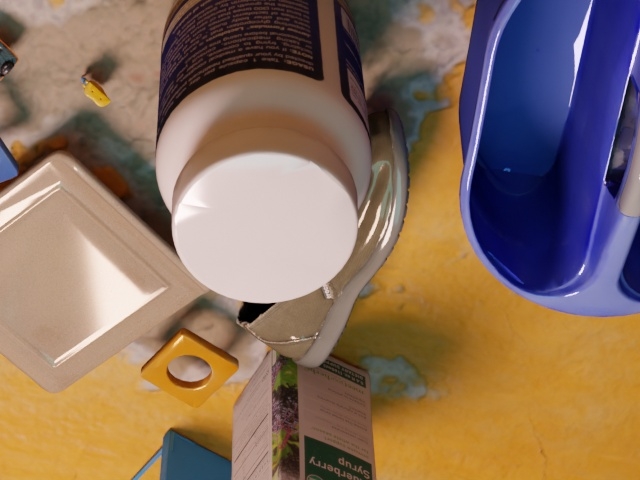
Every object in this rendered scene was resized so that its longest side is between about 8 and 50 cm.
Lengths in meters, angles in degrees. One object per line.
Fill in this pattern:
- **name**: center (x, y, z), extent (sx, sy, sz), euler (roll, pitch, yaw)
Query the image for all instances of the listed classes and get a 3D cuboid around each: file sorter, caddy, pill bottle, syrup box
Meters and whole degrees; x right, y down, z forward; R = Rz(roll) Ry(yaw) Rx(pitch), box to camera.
- **file sorter**: center (-0.096, 0.276, 1.673), extent (0.170, 0.118, 0.104), euler (31, 121, -22)
- **caddy**: center (0.228, -0.101, 1.391), extent (0.241, 0.179, 0.341), euler (4, 125, -5)
- **pill bottle**: center (-0.041, -0.081, 1.337), extent (0.153, 0.265, 0.153), euler (-1, 124, -2)
- **syrup box**: center (-0.014, 0.198, 1.549), extent (0.093, 0.237, 0.096), euler (24, 120, -17)

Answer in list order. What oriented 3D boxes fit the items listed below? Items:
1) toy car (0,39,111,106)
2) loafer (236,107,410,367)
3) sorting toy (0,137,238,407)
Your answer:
- **toy car**: center (-0.228, -0.117, 1.438), extent (0.122, 0.040, 0.060), euler (26, 99, -16)
- **loafer**: center (0.000, 0.000, 1.499), extent (0.087, 0.094, 0.251), euler (13, 123, -17)
- **sorting toy**: center (-0.214, 0.024, 1.535), extent (0.196, 0.047, 0.347), euler (-32, 121, 23)
